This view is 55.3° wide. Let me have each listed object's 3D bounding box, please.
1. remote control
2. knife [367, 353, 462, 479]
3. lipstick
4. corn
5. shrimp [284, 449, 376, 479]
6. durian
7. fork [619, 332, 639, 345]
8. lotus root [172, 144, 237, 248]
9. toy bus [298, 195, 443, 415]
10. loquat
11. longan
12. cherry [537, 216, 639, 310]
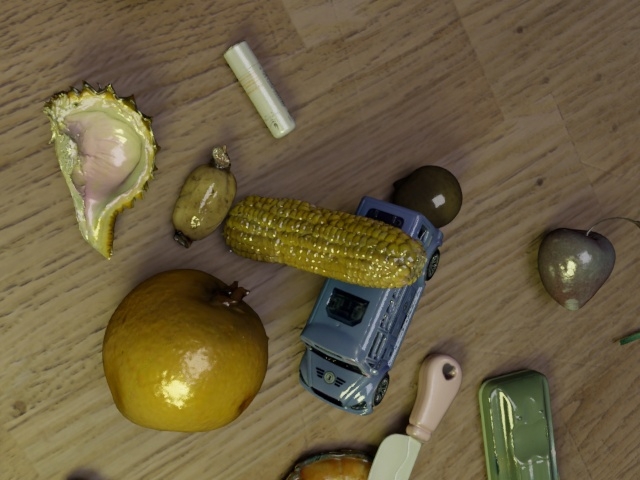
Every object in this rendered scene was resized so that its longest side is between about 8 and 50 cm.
[{"bbox_3d":[0.349,0.394,1.040,0.128,0.065,0.335,-9,94,-18],"label":"remote control"},{"bbox_3d":[0.129,0.324,0.938,0.081,0.043,0.336,35,69,-15],"label":"knife"},{"bbox_3d":[-0.085,-0.214,0.874,0.040,0.040,0.141,-37,104,-16],"label":"lipstick"},{"bbox_3d":[0.000,0.000,0.798,0.101,0.291,0.101,-25,121,-51],"label":"corn"},{"bbox_3d":[0.009,0.453,0.906,0.222,0.054,0.290,27,73,-21],"label":"shrimp"},{"bbox_3d":[-0.283,-0.089,0.787,0.140,0.078,0.224,-3,103,-33],"label":"durian"},{"bbox_3d":[0.657,0.162,1.176,0.235,0.021,0.039,-13,92,-19],"label":"fork"},{"bbox_3d":[-0.156,-0.060,0.837,0.072,0.063,0.152,22,88,0],"label":"lotus root"},{"bbox_3d":[0.061,0.093,0.865,0.292,0.125,0.133,-66,152,-7],"label":"toy bus"},{"bbox_3d":[-0.165,0.139,0.764,0.208,0.208,0.208,-1,92,-21],"label":"loquat"},{"bbox_3d":[0.162,-0.066,0.946,0.113,0.113,0.092,-61,152,-9],"label":"longan"},{"bbox_3d":[0.461,0.044,1.050,0.188,0.115,0.148,5,70,-26],"label":"cherry"}]
